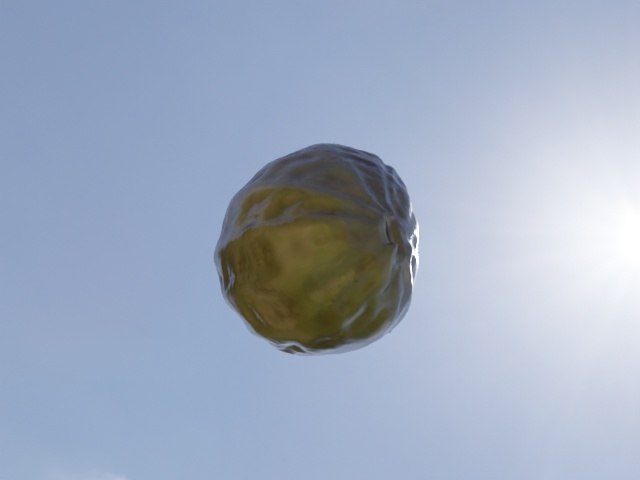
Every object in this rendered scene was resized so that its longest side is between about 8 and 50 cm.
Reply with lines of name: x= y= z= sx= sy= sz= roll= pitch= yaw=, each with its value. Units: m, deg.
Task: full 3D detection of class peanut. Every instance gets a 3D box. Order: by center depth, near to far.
peanut: x=0.000 y=0.000 z=0.797 sx=0.147 sy=0.305 sz=0.147 roll=0 pitch=-86 yaw=-2
